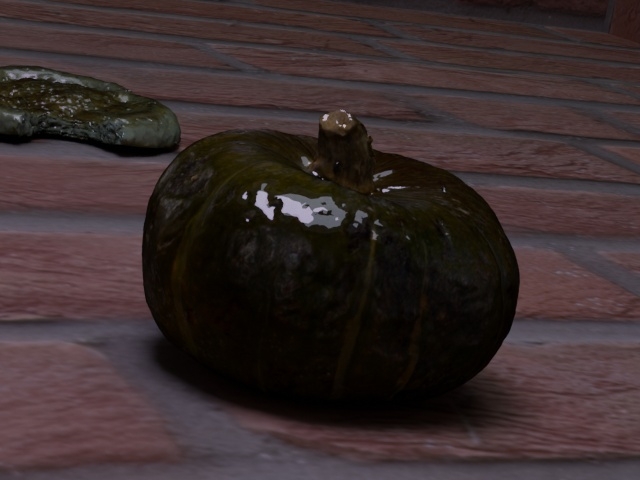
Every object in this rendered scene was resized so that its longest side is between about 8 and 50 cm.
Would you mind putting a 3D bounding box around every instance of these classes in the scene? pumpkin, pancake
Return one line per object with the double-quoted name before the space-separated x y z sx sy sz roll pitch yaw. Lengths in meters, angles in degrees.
"pumpkin" 0.000 0.000 1.002 0.219 0.162 0.219 10 18 -3
"pancake" -0.251 -0.126 1.601 0.253 0.037 0.253 9 14 -2
